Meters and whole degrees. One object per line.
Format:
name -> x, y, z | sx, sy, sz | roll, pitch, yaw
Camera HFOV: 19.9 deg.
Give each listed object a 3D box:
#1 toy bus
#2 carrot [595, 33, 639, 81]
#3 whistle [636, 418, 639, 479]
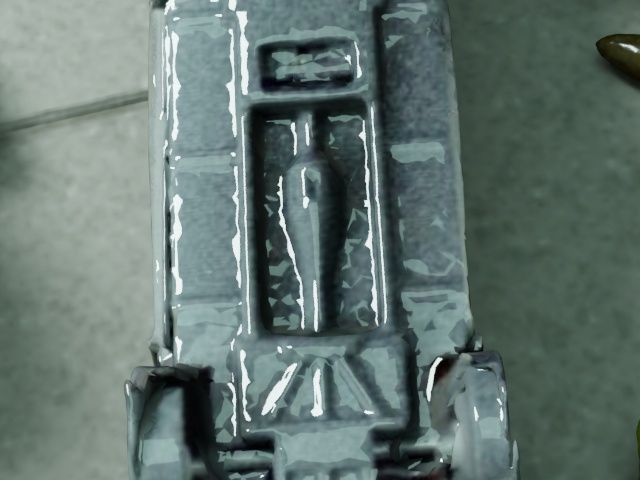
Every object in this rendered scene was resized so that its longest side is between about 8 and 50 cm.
toy bus -> 0.000, 0.000, 0.530 | 0.097, 0.138, 0.342 | -4, 64, 2
carrot -> 0.208, -0.024, 0.590 | 0.254, 0.049, 0.049 | 22, 66, 17
whistle -> 0.111, 0.137, 0.501 | 0.104, 0.057, 0.198 | 1, 64, 2
